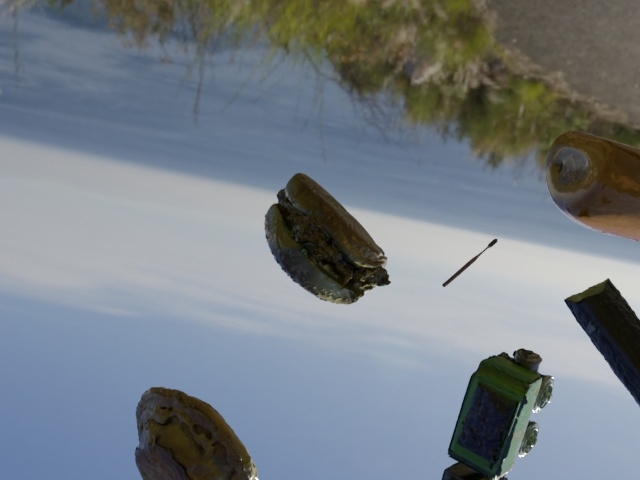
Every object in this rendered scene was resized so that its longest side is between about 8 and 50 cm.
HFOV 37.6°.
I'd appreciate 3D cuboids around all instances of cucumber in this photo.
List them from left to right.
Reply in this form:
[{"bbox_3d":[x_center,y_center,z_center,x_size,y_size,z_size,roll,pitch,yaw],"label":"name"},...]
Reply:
[{"bbox_3d":[0.425,0.153,1.283,0.074,0.074,0.241,9,-138,-43],"label":"cucumber"}]

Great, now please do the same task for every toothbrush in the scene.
[{"bbox_3d":[0.200,0.030,1.255,0.006,0.097,0.008,49,179,7],"label":"toothbrush"}]

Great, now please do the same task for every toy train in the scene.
[{"bbox_3d":[0.135,0.185,0.770,0.060,0.202,0.081,24,-161,31],"label":"toy train"}]

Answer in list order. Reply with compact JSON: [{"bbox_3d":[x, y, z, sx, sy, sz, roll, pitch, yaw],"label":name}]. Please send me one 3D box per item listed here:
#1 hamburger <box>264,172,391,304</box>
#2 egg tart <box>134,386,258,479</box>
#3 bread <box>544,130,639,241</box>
[{"bbox_3d":[0.000,0.000,1.394,0.189,0.122,0.215,36,-169,-32],"label":"hamburger"},{"bbox_3d":[-0.199,0.328,1.397,0.241,0.241,0.106,13,-142,33],"label":"egg tart"},{"bbox_3d":[0.293,-0.027,0.759,0.239,0.073,0.092,13,-171,-22],"label":"bread"}]
